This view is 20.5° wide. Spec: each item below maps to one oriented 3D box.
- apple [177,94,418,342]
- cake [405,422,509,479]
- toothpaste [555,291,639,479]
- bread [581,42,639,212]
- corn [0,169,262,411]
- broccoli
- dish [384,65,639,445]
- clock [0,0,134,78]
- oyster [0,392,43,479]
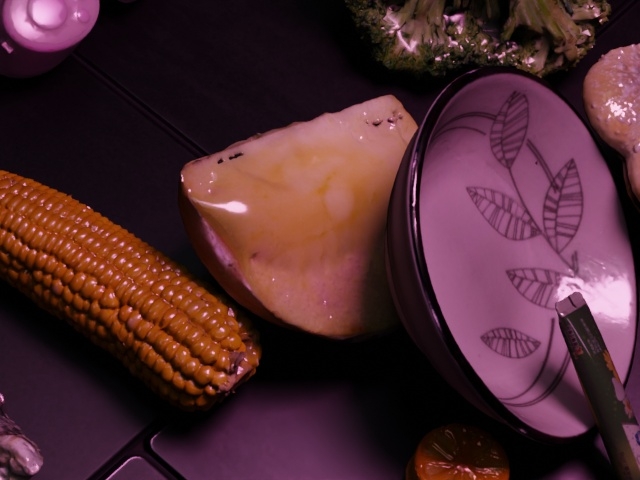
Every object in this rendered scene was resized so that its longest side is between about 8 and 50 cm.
[{"bbox_3d":[0.000,0.000,1.484,0.265,0.120,0.193,-23,84,-40],"label":"apple"},{"bbox_3d":[0.111,0.189,1.415,0.084,0.044,0.084,4,54,-5],"label":"cake"},{"bbox_3d":[0.235,0.139,1.419,0.049,0.031,0.204,-22,91,-56],"label":"toothpaste"},{"bbox_3d":[0.359,-0.070,1.559,0.286,0.056,0.207,1,63,-35],"label":"bread"},{"bbox_3d":[-0.180,0.031,1.462,0.313,0.102,0.102,35,59,19],"label":"corn"},{"bbox_3d":[0.157,-0.276,1.633,0.294,0.245,0.265,-20,76,9],"label":"broccoli"},{"bbox_3d":[0.138,0.018,1.448,0.106,0.316,0.316,-14,44,38],"label":"dish"},{"bbox_3d":[-0.264,-0.341,1.644,0.295,0.113,0.322,48,61,-9],"label":"clock"},{"bbox_3d":[-0.337,0.131,1.400,0.199,0.087,0.252,-12,45,-14],"label":"oyster"}]
